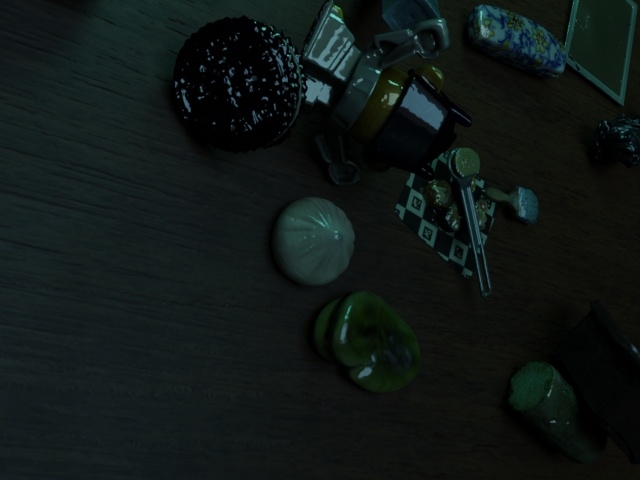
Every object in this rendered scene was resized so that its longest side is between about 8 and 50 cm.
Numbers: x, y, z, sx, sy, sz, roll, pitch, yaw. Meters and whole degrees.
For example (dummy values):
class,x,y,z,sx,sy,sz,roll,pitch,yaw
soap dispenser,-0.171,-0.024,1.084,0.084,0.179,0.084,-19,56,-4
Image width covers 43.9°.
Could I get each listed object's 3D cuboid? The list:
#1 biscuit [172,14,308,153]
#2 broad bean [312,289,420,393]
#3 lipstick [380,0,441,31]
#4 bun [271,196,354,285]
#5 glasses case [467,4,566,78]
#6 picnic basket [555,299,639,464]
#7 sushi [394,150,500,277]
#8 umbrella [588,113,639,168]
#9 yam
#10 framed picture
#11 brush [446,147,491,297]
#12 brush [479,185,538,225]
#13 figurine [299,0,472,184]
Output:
class,x,y,z,sx,sy,sz,roll,pitch,yaw
biscuit,-0.112,-0.215,1.101,0.195,0.194,0.053,66,20,-8
broad bean,0.076,0.156,1.243,0.206,0.072,0.153,25,71,-42
lipstick,0.138,-0.417,1.271,0.066,0.068,0.317,43,28,-26
bun,0.000,0.000,1.192,0.138,0.094,0.138,4,83,-32
glasses case,0.384,-0.385,1.538,0.247,0.065,0.087,13,76,-32
picnic basket,0.539,0.262,1.427,0.129,0.297,0.222,-38,115,13
sushi,0.243,-0.064,1.403,0.210,0.040,0.193,38,63,-24
umbrella,0.684,-0.225,1.706,0.272,0.110,0.122,-22,95,-40
yam,0.431,0.315,1.438,0.194,0.107,0.107,43,61,-23
framed picture,0.615,-0.458,1.743,0.216,0.016,0.274,27,68,-30
brush,0.268,-0.031,1.378,0.062,0.027,0.266,-14,94,-27
brush,0.348,-0.074,1.469,0.196,0.021,0.070,11,78,-45
figurine,0.079,-0.201,1.180,0.308,0.308,0.143,44,48,-21
